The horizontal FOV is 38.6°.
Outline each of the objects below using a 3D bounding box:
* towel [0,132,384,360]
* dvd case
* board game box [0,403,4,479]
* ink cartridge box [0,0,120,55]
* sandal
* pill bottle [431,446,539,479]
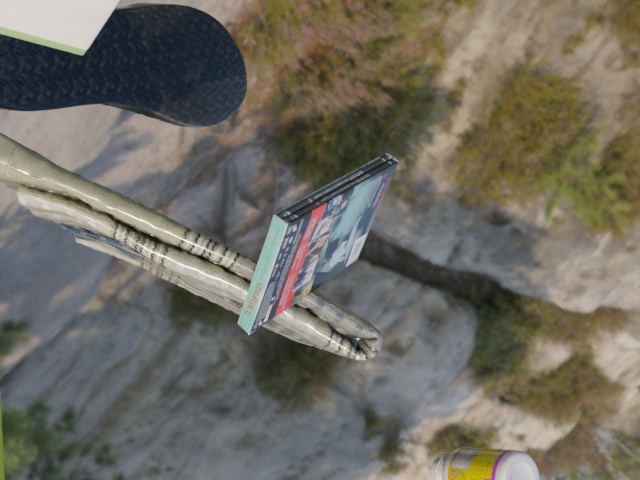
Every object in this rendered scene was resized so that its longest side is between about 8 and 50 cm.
[{"bbox_3d":[-0.119,0.020,0.776,0.056,0.324,0.312,-63,-174,-5],"label":"towel"},{"bbox_3d":[0.000,0.000,0.561,0.119,0.013,0.087,-31,150,-47],"label":"dvd case"},{"bbox_3d":[-0.470,0.292,1.214,0.092,0.181,0.043,-17,161,22],"label":"board game box"},{"bbox_3d":[-0.218,-0.262,0.738,0.171,0.056,0.235,9,138,-43],"label":"ink cartridge box"},{"bbox_3d":[-0.280,-0.247,1.235,0.446,0.107,0.167,-3,103,-49],"label":"sandal"},{"bbox_3d":[0.125,0.182,0.706,0.043,0.043,0.083,-38,-166,-34],"label":"pill bottle"}]
